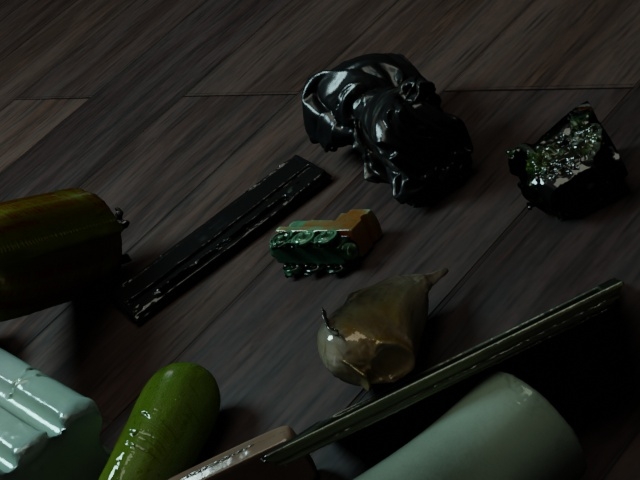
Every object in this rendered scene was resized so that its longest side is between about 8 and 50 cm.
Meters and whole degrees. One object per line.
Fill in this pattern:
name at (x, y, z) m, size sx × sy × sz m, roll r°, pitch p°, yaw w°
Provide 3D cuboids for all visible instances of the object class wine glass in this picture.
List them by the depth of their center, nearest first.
wine glass at (0.052, 0.181, 0.817) m, size 0.231 × 0.103 × 0.103 m, roll -39°, pitch 27°, yaw -22°

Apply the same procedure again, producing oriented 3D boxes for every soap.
soap at (-0.313, 0.176, 1.158) m, size 0.173 × 0.095 × 0.289 m, roll -39°, pitch 36°, yaw -27°

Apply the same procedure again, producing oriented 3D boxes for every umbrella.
umbrella at (0.059, -0.124, 1.334) m, size 0.122 × 0.110 × 0.272 m, roll -66°, pitch 25°, yaw 9°

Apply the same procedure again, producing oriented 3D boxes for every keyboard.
keyboard at (-0.103, -0.004, 1.391) m, size 0.250 × 0.017 × 0.087 m, roll -38°, pitch 28°, yaw -12°

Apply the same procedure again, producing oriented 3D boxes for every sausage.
sausage at (-0.306, 0.023, 1.317) m, size 0.125 × 0.117 × 0.317 m, roll 0°, pitch 9°, yaw 19°

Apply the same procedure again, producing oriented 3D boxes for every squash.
squash at (-0.134, 0.171, 1.064) m, size 0.066 × 0.066 × 0.201 m, roll -12°, pitch 32°, yaw 33°

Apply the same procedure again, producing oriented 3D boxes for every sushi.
sushi at (0.204, -0.057, 1.124) m, size 0.085 × 0.056 × 0.083 m, roll -26°, pitch 34°, yaw 7°

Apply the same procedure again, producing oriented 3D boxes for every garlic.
garlic at (0.045, 0.072, 1.057) m, size 0.084 × 0.066 × 0.152 m, roll 3°, pitch 24°, yaw 15°

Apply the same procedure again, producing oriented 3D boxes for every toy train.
toy train at (0.000, 0.000, 1.248) m, size 0.103 × 0.044 × 0.064 m, roll -1°, pitch 36°, yaw 42°

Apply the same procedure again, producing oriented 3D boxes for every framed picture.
framed picture at (0.092, 0.087, 0.930) m, size 0.252 × 0.014 × 0.197 m, roll -27°, pitch -5°, yaw 9°

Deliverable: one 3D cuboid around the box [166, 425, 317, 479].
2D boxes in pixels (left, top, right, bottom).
box at (-0.062, 0.177, 1.000) m, size 0.115 × 0.048 × 0.025 m, roll -27°, pitch 31°, yaw 10°
